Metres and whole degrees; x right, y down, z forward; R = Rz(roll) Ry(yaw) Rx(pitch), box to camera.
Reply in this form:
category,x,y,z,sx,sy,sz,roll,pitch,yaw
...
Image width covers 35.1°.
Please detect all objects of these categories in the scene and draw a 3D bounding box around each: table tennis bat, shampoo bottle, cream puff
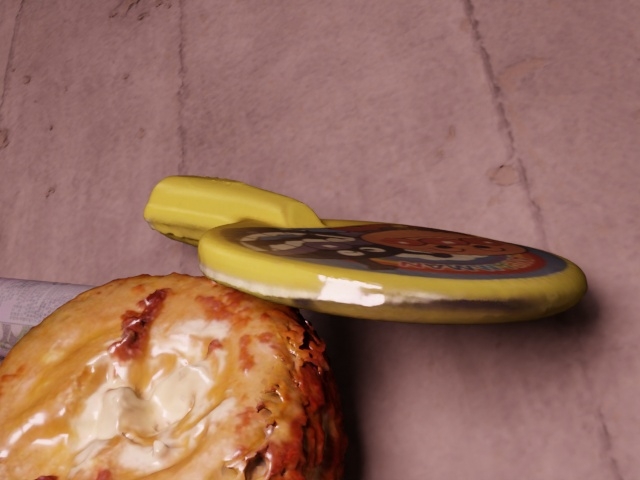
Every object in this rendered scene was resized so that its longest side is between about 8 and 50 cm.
category,x,y,z,sx,sy,sz,roll,pitch,yaw
table tennis bat,0.000,0.000,0.655,0.368,0.224,0.054,15,104,50
shampoo bottle,-0.227,0.065,0.801,0.214,0.072,0.072,3,56,31
cream puff,-0.097,0.129,0.601,0.240,0.164,0.240,-6,49,7
